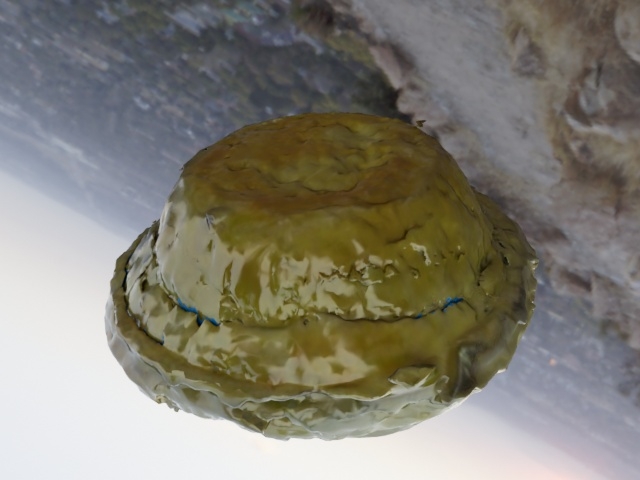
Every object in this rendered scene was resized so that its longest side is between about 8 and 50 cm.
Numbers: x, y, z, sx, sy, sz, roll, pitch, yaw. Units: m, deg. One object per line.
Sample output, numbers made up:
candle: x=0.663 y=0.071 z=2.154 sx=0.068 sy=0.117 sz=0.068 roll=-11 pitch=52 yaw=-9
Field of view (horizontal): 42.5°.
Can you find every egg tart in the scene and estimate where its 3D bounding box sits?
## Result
egg tart: x=0.000 y=0.000 z=0.707 sx=0.388 sy=0.388 sz=0.169 roll=24 pitch=133 yaw=36
